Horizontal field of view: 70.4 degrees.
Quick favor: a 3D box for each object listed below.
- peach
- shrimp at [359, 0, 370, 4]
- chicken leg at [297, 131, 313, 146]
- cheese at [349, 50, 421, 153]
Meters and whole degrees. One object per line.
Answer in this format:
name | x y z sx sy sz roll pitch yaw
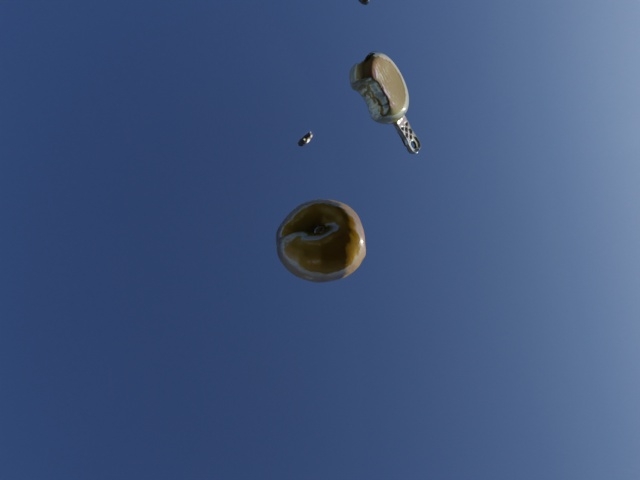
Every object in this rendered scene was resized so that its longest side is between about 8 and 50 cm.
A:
peach | 0.000 0.000 1.220 0.251 0.153 0.251 -10 -133 10
shrimp | 0.083 -0.799 1.277 0.109 0.221 0.446 21 -137 -37
chicken leg | -0.041 -0.259 1.173 0.036 0.083 0.021 -26 -71 30
cheese | 0.188 -0.359 1.212 0.163 0.082 0.286 -43 -74 -37
